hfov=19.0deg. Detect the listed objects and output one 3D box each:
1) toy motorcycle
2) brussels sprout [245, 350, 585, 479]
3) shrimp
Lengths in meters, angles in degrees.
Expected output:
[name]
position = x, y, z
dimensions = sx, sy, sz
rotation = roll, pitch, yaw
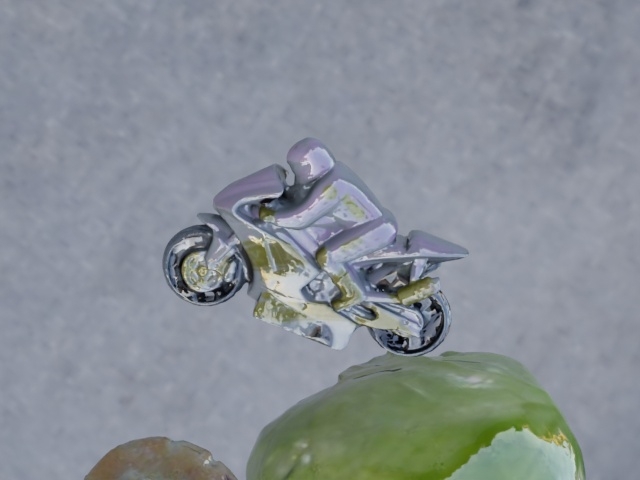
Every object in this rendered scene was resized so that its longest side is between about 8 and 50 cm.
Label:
[toy motorcycle]
position = 0.000, 0.000, 1.437
dimensions = 0.073, 0.225, 0.152
rotation = -80, -176, -71
[brussels sprout]
position = 0.077, 0.233, 1.693
dimensions = 0.328, 0.328, 0.247
rotation = -20, 98, -43
[shrimp]
position = -0.095, 0.229, 1.241
dimensions = 0.126, 0.223, 0.047
rotation = -21, 153, 7
